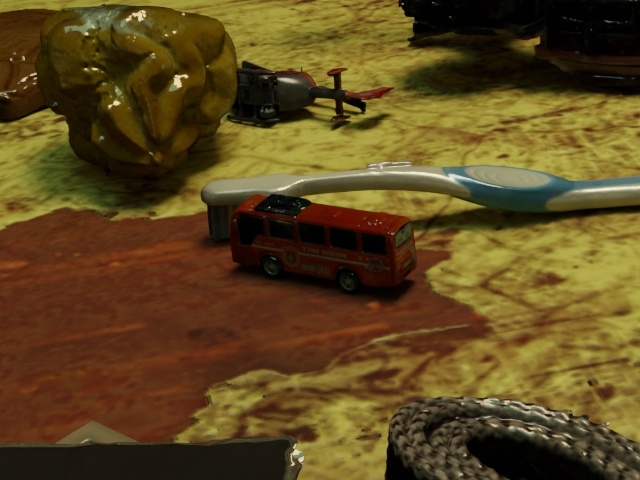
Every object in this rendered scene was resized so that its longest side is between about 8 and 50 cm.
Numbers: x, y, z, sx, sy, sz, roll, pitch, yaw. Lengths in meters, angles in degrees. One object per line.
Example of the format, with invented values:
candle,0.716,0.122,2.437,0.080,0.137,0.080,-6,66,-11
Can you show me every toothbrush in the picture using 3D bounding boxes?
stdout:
toothbrush,0.121,-0.034,0.921,0.386,0.040,0.040,-5,26,3

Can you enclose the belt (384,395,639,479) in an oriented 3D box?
belt,0.154,0.147,0.488,0.126,0.094,0.359,-21,31,-36

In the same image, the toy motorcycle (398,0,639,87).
toy motorcycle,0.155,-0.202,1.148,0.400,0.134,0.207,4,28,17

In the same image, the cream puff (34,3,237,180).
cream puff,-0.122,-0.095,1.035,0.146,0.116,0.146,0,-3,0

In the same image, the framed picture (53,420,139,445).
framed picture,-0.122,0.160,0.610,0.184,0.016,0.250,18,35,40

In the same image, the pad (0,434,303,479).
pad,-0.131,0.133,0.627,0.233,0.022,0.174,-3,28,10

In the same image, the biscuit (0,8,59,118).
biscuit,-0.251,-0.141,1.227,0.182,0.034,0.215,7,29,27

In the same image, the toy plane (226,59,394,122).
toy plane,-0.018,-0.106,1.104,0.145,0.037,0.060,9,19,36

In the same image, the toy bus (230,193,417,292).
toy bus,0.000,0.000,0.874,0.110,0.043,0.031,9,30,29
